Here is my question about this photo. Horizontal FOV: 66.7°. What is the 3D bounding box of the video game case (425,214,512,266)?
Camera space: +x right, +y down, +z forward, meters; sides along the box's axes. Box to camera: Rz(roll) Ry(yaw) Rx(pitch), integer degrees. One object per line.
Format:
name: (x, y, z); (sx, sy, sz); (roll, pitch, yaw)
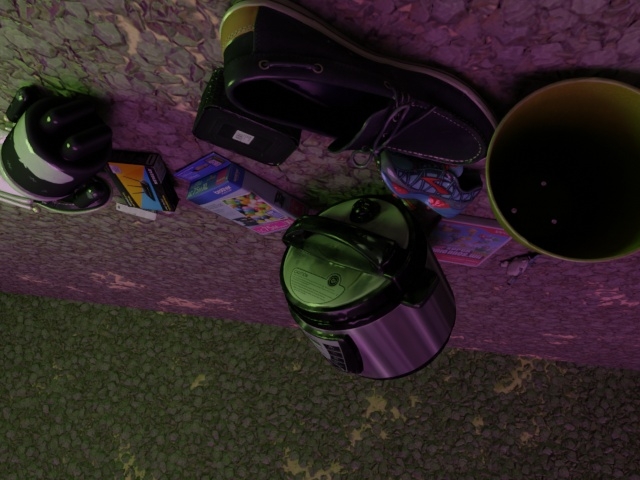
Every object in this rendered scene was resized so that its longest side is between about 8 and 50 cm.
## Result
video game case: (0.390, 0.004, 1.346); (0.204, 0.025, 0.285); (9, 158, -2)

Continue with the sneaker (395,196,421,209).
sneaker: (0.199, -0.121, 1.080); (0.064, 0.061, 0.158); (-21, 154, 24)

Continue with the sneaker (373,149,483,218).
sneaker: (0.224, -0.142, 0.984); (0.261, 0.104, 0.125); (18, 139, -33)

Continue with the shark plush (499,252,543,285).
shark plush: (0.592, 0.063, 1.422); (0.067, 0.073, 0.161); (-4, 142, -21)

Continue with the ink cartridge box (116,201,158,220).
ink cartridge box: (-0.539, -0.096, 1.435); (0.115, 0.029, 0.063); (17, 157, -18)

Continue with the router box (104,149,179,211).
router box: (-0.444, -0.146, 1.214); (0.133, 0.046, 0.179); (6, 147, 7)

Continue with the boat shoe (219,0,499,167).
boat shoe: (0.074, -0.205, 0.773); (0.500, 0.156, 0.187); (17, 155, -24)

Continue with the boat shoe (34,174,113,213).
boat shoe: (-0.703, -0.155, 1.219); (0.340, 0.127, 0.113); (18, 170, 1)

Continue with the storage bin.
storage bin: (-0.131, -0.221, 0.899); (0.180, 0.084, 0.122); (17, 157, -23)

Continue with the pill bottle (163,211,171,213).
pill bottle: (-0.433, -0.109, 1.342); (0.043, 0.043, 0.083); (4, 158, 11)

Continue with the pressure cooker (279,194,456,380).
pressure cooker: (0.104, 0.095, 1.187); (0.369, 0.376, 0.420); (-20, 133, 16)

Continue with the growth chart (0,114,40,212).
growth chart: (-0.683, -0.172, 1.131); (0.172, 0.021, 0.237); (26, 111, -26)

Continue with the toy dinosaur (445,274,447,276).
toy dinosaur: (0.241, 0.080, 1.504); (0.313, 0.121, 0.160); (-7, 165, 28)

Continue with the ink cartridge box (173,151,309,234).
ink cartridge box: (-0.202, -0.107, 1.245); (0.185, 0.065, 0.311); (-13, 148, 42)

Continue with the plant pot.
plant pot: (0.412, -0.089, 0.843); (0.274, 0.275, 0.293); (3, 174, 12)

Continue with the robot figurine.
robot figurine: (-0.543, -0.188, 1.005); (0.278, 0.209, 0.173); (-21, 158, 39)
